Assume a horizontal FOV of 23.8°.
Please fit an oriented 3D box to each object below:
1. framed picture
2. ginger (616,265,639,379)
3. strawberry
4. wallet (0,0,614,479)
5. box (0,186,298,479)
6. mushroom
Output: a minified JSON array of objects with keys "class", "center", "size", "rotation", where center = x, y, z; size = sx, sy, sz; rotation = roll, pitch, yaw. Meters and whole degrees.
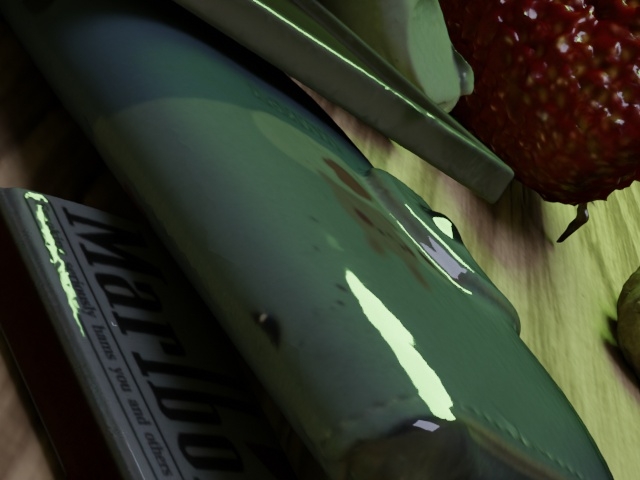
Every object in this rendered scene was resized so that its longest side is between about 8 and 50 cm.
[{"class":"framed picture","center":[-0.105,-0.181,0.817],"size":[0.446,0.028,0.326],"rotation":[26,15,-49]},{"class":"ginger","center":[0.299,0.064,1.318],"size":[0.204,0.080,0.104],"rotation":[-52,126,-68]},{"class":"strawberry","center":[0.223,-0.155,1.345],"size":[0.292,0.292,0.343],"rotation":[38,49,-33]},{"class":"wallet","center":[0.000,0.000,0.700],"size":[0.252,0.083,0.360],"rotation":[27,20,-50]},{"class":"box","center":[-0.062,0.064,0.582],"size":[0.115,0.036,0.177],"rotation":[21,35,-58]},{"class":"mushroom","center":[0.014,-0.213,1.048],"size":[0.109,0.097,0.351],"rotation":[36,-18,45]}]
